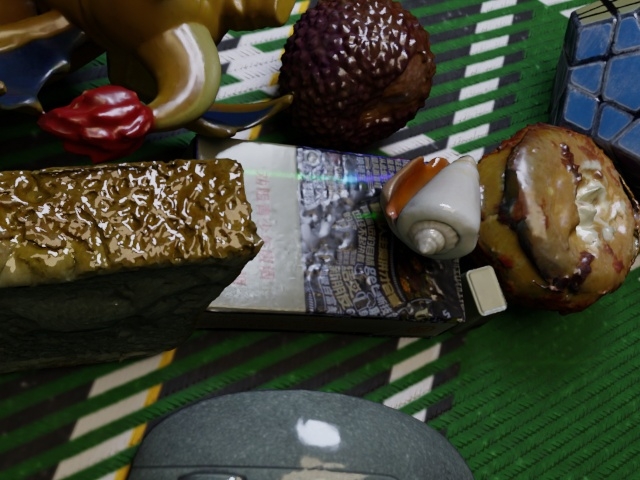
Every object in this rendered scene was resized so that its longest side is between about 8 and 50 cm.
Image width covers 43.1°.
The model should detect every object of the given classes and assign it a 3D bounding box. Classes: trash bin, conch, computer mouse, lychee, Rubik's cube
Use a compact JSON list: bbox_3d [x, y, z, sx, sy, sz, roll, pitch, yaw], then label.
[{"bbox_3d":[0.175,0.068,0.941,0.043,0.092,0.060,-14,76,-13],"label":"trash bin"},{"bbox_3d":[0.126,-0.048,0.871,0.094,0.105,0.176,54,44,-44],"label":"conch"},{"bbox_3d":[0.005,0.247,0.783,0.374,0.114,0.203,8,68,-21],"label":"computer mouse"},{"bbox_3d":[0.035,-0.207,0.947,0.188,0.188,0.188,9,67,-21],"label":"lychee"},{"bbox_3d":[0.451,-0.196,1.075,0.264,0.319,0.318,-3,69,-54],"label":"Rubik's cube"}]

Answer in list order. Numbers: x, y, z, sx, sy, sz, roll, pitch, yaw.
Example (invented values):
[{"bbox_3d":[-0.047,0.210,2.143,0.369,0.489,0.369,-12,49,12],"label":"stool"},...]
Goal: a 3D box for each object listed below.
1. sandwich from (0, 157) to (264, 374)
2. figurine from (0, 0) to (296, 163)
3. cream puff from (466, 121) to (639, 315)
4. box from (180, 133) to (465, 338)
[{"bbox_3d":[-0.232,0.037,0.667,0.301,0.271,0.099,-5,63,-26],"label":"sandwich"},{"bbox_3d":[-0.238,-0.213,0.712,0.401,0.387,0.268,-32,127,-59],"label":"figurine"},{"bbox_3d":[0.269,-0.023,0.986,0.240,0.164,0.239,12,70,-36],"label":"cream puff"},{"bbox_3d":[0.000,0.000,0.896,0.310,0.084,0.198,5,68,-23],"label":"box"}]
